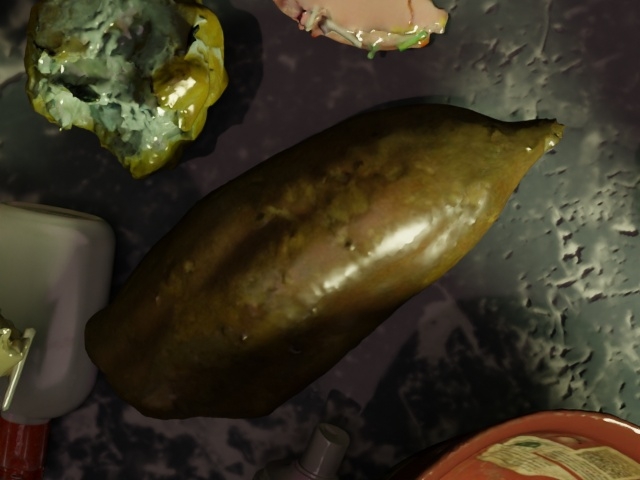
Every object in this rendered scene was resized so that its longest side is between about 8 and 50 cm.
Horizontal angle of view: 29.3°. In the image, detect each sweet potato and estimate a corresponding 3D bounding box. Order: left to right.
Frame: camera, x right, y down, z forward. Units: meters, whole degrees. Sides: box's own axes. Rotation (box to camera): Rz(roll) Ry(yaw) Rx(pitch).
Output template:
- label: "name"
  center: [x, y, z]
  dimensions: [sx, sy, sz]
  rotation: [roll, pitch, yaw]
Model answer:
- label: "sweet potato"
  center: [0.000, 0.000, 0.877]
  dimensions: [0.369, 0.158, 0.158]
  rotation: [-38, 92, 13]

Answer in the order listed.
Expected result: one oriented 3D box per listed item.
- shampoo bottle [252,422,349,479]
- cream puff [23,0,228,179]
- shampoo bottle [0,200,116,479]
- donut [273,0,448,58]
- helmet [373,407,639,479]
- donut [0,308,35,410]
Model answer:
- label: "shampoo bottle"
  center: [-0.047, 0.282, 0.953]
  dimensions: [0.092, 0.092, 0.303]
  rotation: [23, 102, 3]
- label: "cream puff"
  center: [-0.137, -0.124, 0.890]
  dimensions: [0.156, 0.121, 0.156]
  rotation: [15, 143, 11]
- label: "shampoo bottle"
  center: [-0.225, 0.084, 0.966]
  dimensions: [0.108, 0.051, 0.221]
  rotation: [10, 100, 4]
- label: "donut"
  center: [0.028, -0.257, 0.851]
  dimensions: [0.199, 0.085, 0.233]
  rotation: [25, 101, -14]
- label: "helmet"
  center: [0.101, 0.297, 0.849]
  dimensions: [0.337, 0.230, 0.385]
  rotation: [42, 73, -15]
- label: "donut"
  center: [-0.363, -0.059, 0.893]
  dimensions: [0.307, 0.150, 0.371]
  rotation: [1, 95, 21]
